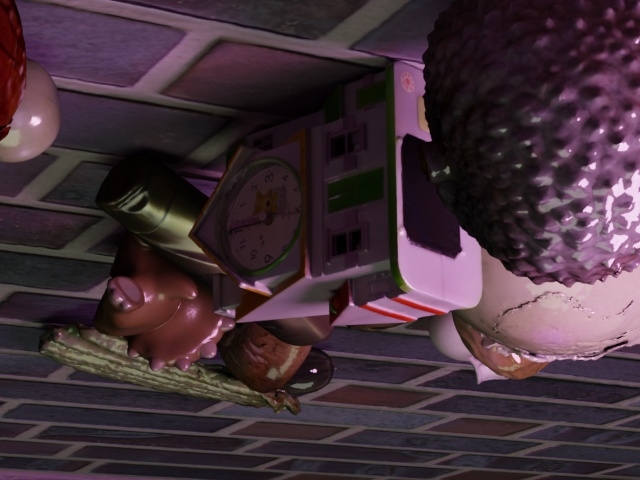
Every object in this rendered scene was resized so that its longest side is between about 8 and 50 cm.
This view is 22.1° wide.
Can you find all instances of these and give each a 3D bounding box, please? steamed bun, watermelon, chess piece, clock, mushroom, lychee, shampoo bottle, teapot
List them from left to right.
[{"bbox_3d":[-0.372,-0.117,1.550,0.251,0.144,0.144,-7,163,-4],"label":"chess piece"},{"bbox_3d":[-0.118,0.013,1.927,0.125,0.084,0.350,3,154,43],"label":"shampoo bottle"},{"bbox_3d":[-0.077,0.146,2.363,0.156,0.151,0.285,7,161,-21],"label":"mushroom"},{"bbox_3d":[-0.029,0.216,2.711,0.110,0.078,0.078,-7,162,3],"label":"watermelon"},{"bbox_3d":[-0.001,-0.022,1.694,0.309,0.235,0.166,-16,156,39],"label":"clock"},{"bbox_3d":[0.256,0.118,2.300,0.204,0.139,0.298,-8,166,-4],"label":"teapot"},{"bbox_3d":[0.261,0.006,1.819,0.334,0.233,0.312,-4,163,2],"label":"steamed bun"},{"bbox_3d":[0.218,-0.102,1.395,0.300,0.300,0.300,-2,163,-1],"label":"lychee"}]

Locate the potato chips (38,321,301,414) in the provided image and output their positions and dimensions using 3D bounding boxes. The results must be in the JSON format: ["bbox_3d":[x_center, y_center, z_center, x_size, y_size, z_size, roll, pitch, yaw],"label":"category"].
[{"bbox_3d":[-0.240,0.202,2.583,0.429,0.070,0.358,16,171,-18],"label":"potato chips"}]

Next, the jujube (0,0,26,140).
[{"bbox_3d":[-0.334,-0.158,1.355,0.183,0.183,0.243,0,155,-7],"label":"jujube"}]

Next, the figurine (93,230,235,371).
[{"bbox_3d":[-0.187,0.072,2.072,0.173,0.177,0.247,20,151,-7],"label":"figurine"}]

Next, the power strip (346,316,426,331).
[{"bbox_3d":[0.125,0.080,2.245,0.092,0.066,0.387,-2,172,-23],"label":"power strip"}]

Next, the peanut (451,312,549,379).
[{"bbox_3d":[0.266,0.062,2.029,0.233,0.197,0.110,-16,171,-17],"label":"peanut"}]
